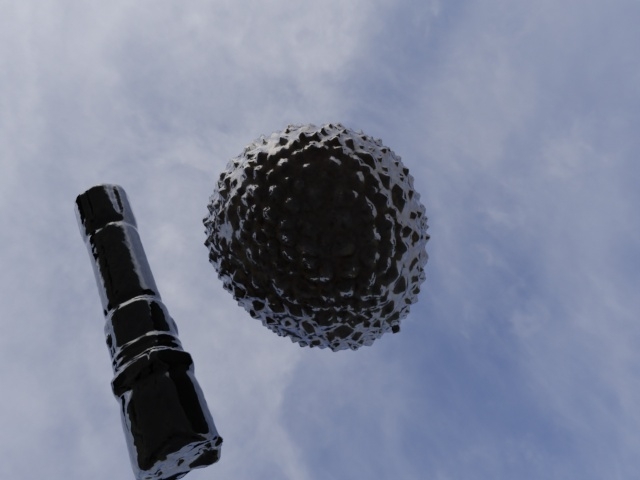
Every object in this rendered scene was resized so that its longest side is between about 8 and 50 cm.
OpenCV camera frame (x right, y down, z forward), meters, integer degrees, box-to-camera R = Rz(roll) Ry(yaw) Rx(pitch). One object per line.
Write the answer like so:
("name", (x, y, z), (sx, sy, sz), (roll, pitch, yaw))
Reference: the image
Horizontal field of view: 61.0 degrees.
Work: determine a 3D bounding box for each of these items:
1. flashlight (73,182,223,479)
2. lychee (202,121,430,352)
("flashlight", (-0.232, 0.089, 0.684), (0.103, 0.103, 0.424), (-28, -124, -3))
("lychee", (-0.006, -0.001, 0.689), (0.300, 0.300, 0.300), (0, -88, -5))
